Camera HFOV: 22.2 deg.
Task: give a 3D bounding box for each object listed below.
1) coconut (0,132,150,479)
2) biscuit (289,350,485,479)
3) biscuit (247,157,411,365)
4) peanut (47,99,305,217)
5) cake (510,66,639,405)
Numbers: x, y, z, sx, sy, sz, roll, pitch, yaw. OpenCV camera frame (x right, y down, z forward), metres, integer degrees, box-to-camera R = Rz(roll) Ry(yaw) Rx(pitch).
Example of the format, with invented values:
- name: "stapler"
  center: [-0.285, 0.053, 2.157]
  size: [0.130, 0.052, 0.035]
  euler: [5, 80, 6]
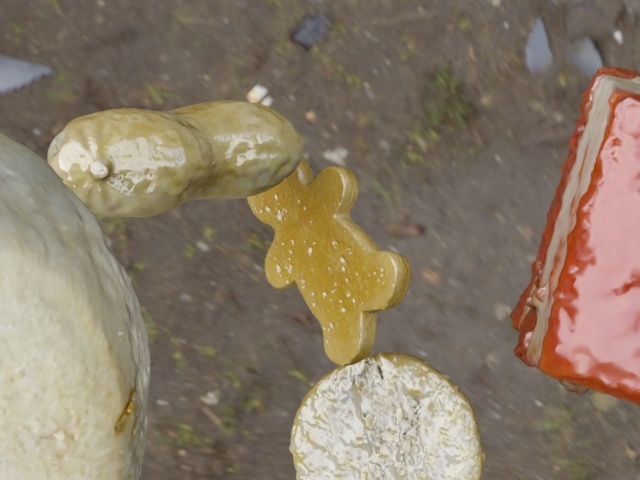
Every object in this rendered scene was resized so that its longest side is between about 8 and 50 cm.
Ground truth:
- name: "coconut"
  center: [-0.301, 0.109, 0.951]
  size: [0.415, 0.344, 0.415]
  euler: [-26, 50, 36]
- name: "biscuit"
  center: [0.068, 0.223, 1.718]
  size: [0.219, 0.033, 0.220]
  euler: [2, 97, 21]
- name: "biscuit"
  center: [0.001, 0.000, 1.620]
  size: [0.158, 0.035, 0.240]
  euler: [-53, 57, 33]
- name: "peanut"
  center: [-0.129, -0.076, 1.510]
  size: [0.117, 0.263, 0.101]
  euler: [39, 126, 39]
- name: "cake"
  center: [0.314, 0.013, 1.349]
  size: [0.269, 0.319, 0.270]
  euler: [17, 97, 7]
